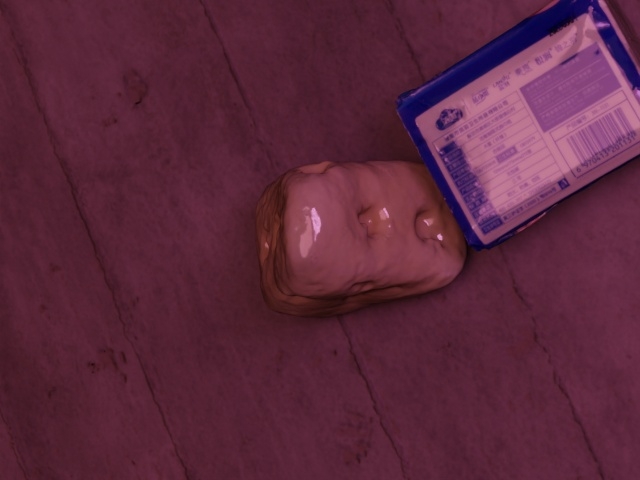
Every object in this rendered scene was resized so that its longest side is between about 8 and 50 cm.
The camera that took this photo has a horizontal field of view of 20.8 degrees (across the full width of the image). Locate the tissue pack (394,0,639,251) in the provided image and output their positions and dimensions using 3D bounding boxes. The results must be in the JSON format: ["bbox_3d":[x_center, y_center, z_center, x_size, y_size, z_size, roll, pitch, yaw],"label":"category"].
[{"bbox_3d":[0.247,-0.136,1.950,0.269,0.137,0.209,-33,77,18],"label":"tissue pack"}]

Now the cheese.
[{"bbox_3d":[-0.001,-0.002,2.026,0.247,0.251,0.174,-17,82,40],"label":"cheese"}]
